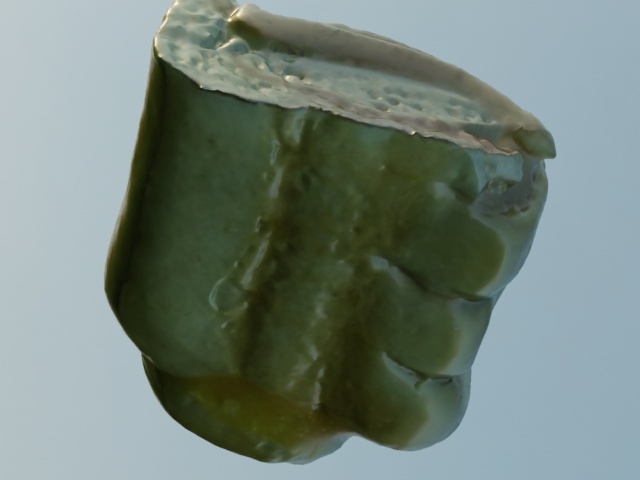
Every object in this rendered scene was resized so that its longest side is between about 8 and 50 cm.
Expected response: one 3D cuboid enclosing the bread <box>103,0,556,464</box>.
[{"bbox_3d":[0.000,0.000,1.410,0.210,0.300,0.341,-71,174,-59],"label":"bread"}]
